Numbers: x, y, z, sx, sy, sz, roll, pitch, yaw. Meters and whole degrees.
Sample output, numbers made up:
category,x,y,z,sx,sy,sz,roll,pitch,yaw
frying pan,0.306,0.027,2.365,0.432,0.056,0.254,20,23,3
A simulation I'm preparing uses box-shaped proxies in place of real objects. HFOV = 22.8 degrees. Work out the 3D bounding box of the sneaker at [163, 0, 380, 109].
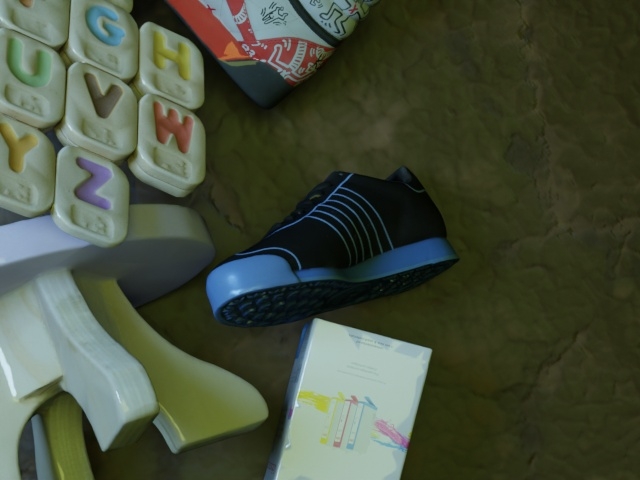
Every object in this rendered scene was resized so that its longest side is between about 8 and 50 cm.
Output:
category,x,y,z,sx,sy,sz,roll,pitch,yaw
sneaker,-0.071,-0.233,1.151,0.145,0.090,0.270,-41,117,6

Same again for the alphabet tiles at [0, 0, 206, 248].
category,x,y,z,sx,sy,sz,roll,pitch,yaw
alphabet tiles,-0.198,-0.132,1.070,0.284,0.021,0.278,23,45,-30

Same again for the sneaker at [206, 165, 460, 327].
category,x,y,z,sx,sy,sz,roll,pitch,yaw
sneaker,0.000,0.000,1.147,0.232,0.081,0.090,-9,68,-46

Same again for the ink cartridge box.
category,x,y,z,sx,sy,sz,roll,pitch,yaw
ink cartridge box,0.016,0.138,1.165,0.090,0.092,0.143,15,84,-4

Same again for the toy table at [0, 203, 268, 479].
category,x,y,z,sx,sy,sz,roll,pitch,yaw
toy table,-0.181,0.090,1.092,0.274,0.252,0.161,-18,72,-15
